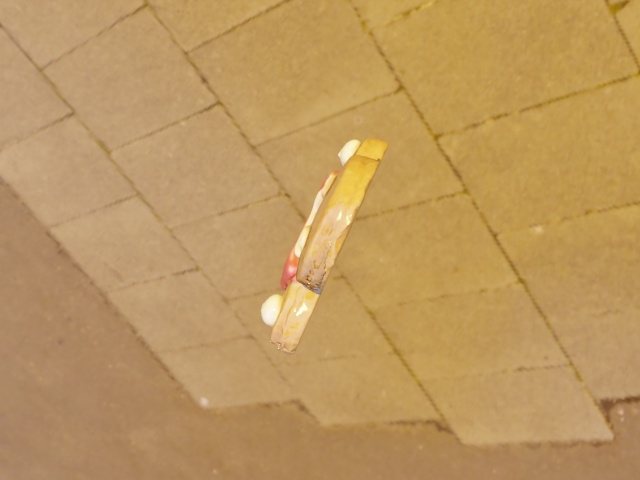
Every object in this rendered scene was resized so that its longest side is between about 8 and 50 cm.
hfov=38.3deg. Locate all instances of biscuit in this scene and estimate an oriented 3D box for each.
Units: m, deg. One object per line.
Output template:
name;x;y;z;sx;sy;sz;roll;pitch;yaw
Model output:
biscuit;0.000;0.000;0.866;0.047;0.216;0.340;23;172;2
